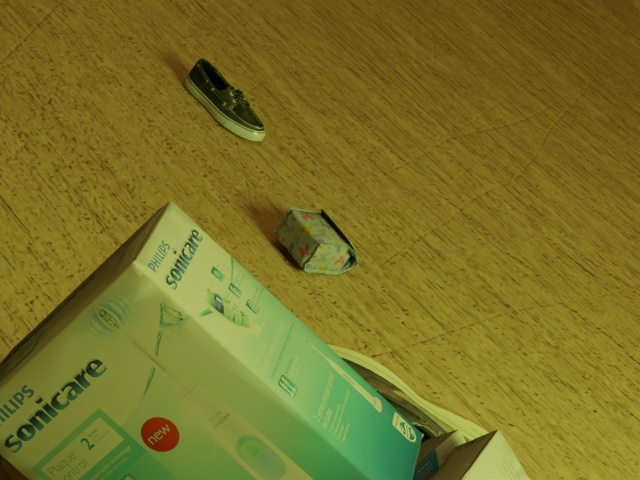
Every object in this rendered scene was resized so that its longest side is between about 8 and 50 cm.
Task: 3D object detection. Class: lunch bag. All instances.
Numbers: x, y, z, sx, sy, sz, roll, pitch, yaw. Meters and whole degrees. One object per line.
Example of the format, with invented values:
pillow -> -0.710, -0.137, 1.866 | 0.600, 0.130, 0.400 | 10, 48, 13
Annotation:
lunch bag -> 0.000, 0.000, 2.134 | 0.083, 0.053, 0.071 | 10, 31, -48

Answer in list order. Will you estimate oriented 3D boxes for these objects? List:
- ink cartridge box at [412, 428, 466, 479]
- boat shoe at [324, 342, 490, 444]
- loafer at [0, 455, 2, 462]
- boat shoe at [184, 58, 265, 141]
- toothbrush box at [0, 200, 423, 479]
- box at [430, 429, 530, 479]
ink cartridge box -> 0.120, 0.252, 1.722 | 0.088, 0.052, 0.122 | -35, 95, -44
boat shoe -> 0.055, 0.188, 1.799 | 0.285, 0.103, 0.092 | 28, 21, -12
loafer -> -0.332, 0.129, 1.544 | 0.112, 0.111, 0.319 | 30, 38, -34
boat shoe -> -0.119, -0.178, 2.349 | 0.142, 0.040, 0.049 | 42, 30, 26
toothbrush box -> -0.099, 0.152, 1.503 | 0.295, 0.216, 0.126 | 45, 24, -10
box -> 0.143, 0.326, 1.572 | 0.232, 0.058, 0.322 | 58, 30, -5
